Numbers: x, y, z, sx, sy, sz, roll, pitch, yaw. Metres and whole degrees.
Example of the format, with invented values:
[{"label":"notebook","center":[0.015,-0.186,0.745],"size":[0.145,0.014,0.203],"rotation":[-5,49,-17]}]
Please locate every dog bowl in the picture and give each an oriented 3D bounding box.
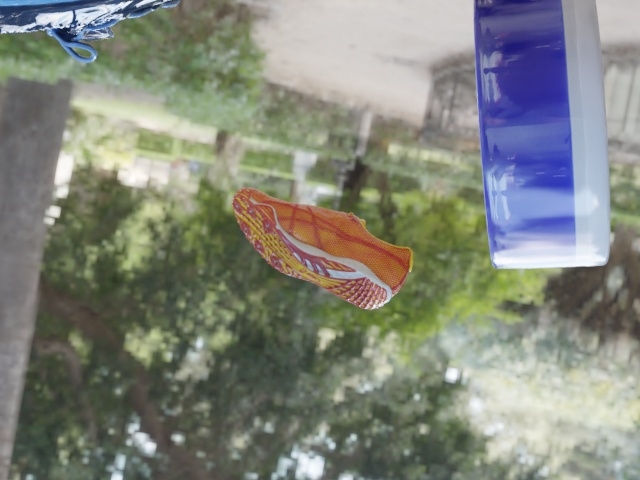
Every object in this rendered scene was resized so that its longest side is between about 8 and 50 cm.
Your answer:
[{"label":"dog bowl","center":[0.200,-0.106,1.164],"size":[0.104,0.265,0.265],"rotation":[-4,179,9]}]

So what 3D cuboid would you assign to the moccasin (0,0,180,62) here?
[{"label":"moccasin","center":[-0.244,-0.259,1.373],"size":[0.342,0.117,0.138],"rotation":[-22,-123,-44]}]

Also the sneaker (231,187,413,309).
[{"label":"sneaker","center":[0.000,0.000,1.106],"size":[0.175,0.064,0.067],"rotation":[29,-128,20]}]
